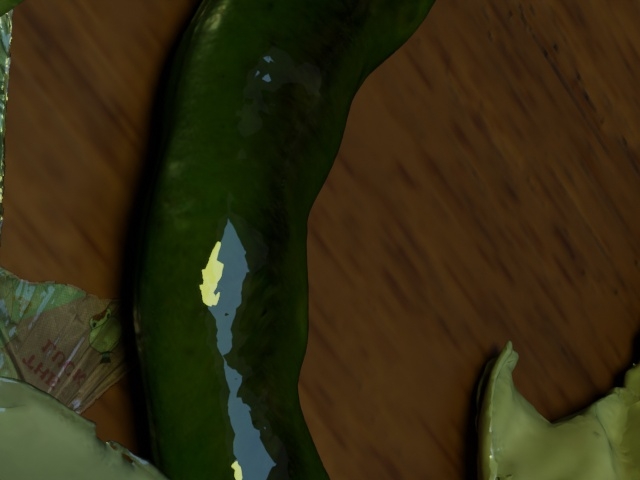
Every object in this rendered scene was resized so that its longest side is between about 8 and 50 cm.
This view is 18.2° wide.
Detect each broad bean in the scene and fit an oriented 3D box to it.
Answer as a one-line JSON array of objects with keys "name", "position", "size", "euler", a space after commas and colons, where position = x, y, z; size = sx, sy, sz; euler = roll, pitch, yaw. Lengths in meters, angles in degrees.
[{"name": "broad bean", "position": [0.000, 0.000, 0.609], "size": [0.144, 0.049, 0.292], "euler": [8, 84, -49]}]

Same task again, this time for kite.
[{"name": "kite", "position": [-0.091, 0.007, 0.553], "size": [0.137, 0.005, 0.153], "euler": [21, 75, -41]}]

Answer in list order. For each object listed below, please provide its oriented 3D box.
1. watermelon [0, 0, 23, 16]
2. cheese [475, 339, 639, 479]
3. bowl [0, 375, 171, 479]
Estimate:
[{"name": "watermelon", "position": [-0.193, -0.088, 0.386], "size": [0.301, 0.129, 0.123], "euler": [9, 83, -32]}, {"name": "cheese", "position": [0.181, 0.083, 0.710], "size": [0.233, 0.127, 0.266], "euler": [51, 55, -23]}, {"name": "bowl", "position": [-0.157, 0.184, 0.388], "size": [0.345, 0.157, 0.346], "euler": [2, 87, -40]}]
